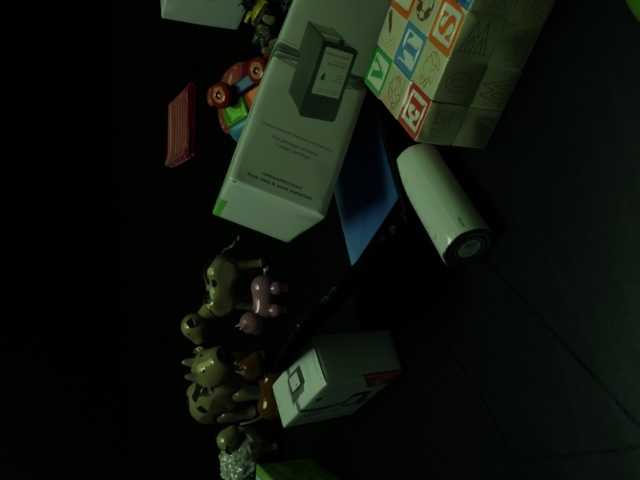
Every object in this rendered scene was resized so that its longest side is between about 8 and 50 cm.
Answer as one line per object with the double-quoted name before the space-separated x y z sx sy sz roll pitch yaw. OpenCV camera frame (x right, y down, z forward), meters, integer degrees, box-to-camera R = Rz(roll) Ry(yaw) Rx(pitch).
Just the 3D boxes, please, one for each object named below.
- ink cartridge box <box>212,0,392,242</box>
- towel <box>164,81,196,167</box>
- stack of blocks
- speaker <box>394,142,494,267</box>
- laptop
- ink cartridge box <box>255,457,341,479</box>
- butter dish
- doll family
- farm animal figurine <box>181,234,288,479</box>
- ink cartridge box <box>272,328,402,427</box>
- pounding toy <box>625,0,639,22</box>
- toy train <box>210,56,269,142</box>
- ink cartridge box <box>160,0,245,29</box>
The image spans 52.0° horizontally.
"ink cartridge box" -0.026 -0.154 0.797 0.198 0.114 0.273 148 141 -73
"towel" -0.389 -0.312 1.813 0.274 0.031 0.199 177 94 -65
"stack of blocks" 0.140 -0.259 0.613 0.171 0.087 0.297 -117 37 -46
"speaker" 0.123 -0.039 0.675 0.136 0.055 0.055 -112 34 -41
"laptop" 0.000 0.000 0.778 0.136 0.264 0.234 42 157 8
"ink cartridge box" -0.018 0.458 0.902 0.188 0.096 0.256 -178 90 -65
"butter dish" -0.146 -0.255 1.186 0.160 0.118 0.160 162 107 -64
"doll family" -0.082 -0.415 1.104 0.193 0.076 0.111 -46 46 30
"farm animal figurine" -0.166 0.210 1.140 0.330 0.172 0.327 -117 37 -46
"ink cartridge box" 0.017 0.174 0.825 0.150 0.109 0.063 -57 45 49
"pounding toy" 0.240 -0.223 0.372 0.237 0.110 0.183 144 123 -60
"toy train" -0.048 -0.217 1.022 0.248 0.105 0.144 -21 88 36
"ink cartridge box" -0.213 -0.564 1.287 0.232 0.168 0.171 137 130 -57
